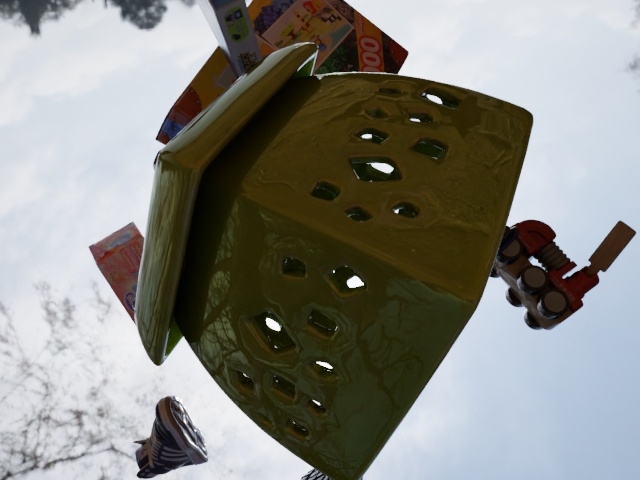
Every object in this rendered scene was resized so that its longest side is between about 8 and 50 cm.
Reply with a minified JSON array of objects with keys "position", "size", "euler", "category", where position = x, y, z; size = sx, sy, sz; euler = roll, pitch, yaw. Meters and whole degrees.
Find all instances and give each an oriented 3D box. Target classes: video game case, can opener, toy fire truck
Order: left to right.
[{"position":[-0.197,-0.462,1.313],"size":[0.061,0.244,0.269],"euler":[-26,-110,-5],"category":"video game case"},{"position":[0.322,0.028,1.386],"size":[0.059,0.186,0.073],"euler":[-8,-118,-33],"category":"can opener"},{"position":[0.499,0.033,1.447],"size":[0.246,0.158,0.217],"euler":[-31,-108,-15],"category":"toy fire truck"}]

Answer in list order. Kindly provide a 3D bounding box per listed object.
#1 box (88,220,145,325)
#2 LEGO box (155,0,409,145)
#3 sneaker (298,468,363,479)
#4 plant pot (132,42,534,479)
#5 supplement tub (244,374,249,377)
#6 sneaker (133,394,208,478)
[{"position":[-0.481,0.121,1.883],"size":[0.142,0.299,0.154],"euler":[-32,-151,-13],"category":"box"},{"position":[-0.076,-0.336,1.604],"size":[0.500,0.373,0.193],"euler":[-61,-166,-26],"category":"LEGO box"},{"position":[0.020,0.501,1.215],"size":[0.130,0.147,0.330],"euler":[-32,-171,26],"category":"sneaker"},{"position":[0.000,0.000,0.511],"size":[0.207,0.228,0.227],"euler":[25,-138,5],"category":"plant pot"},{"position":[-0.115,0.292,1.551],"size":[0.198,0.106,0.106],"euler":[19,-162,-22],"category":"supplement tub"},{"position":[-0.352,0.438,1.521],"size":[0.153,0.282,0.099],"euler":[-14,-127,-2],"category":"sneaker"}]
